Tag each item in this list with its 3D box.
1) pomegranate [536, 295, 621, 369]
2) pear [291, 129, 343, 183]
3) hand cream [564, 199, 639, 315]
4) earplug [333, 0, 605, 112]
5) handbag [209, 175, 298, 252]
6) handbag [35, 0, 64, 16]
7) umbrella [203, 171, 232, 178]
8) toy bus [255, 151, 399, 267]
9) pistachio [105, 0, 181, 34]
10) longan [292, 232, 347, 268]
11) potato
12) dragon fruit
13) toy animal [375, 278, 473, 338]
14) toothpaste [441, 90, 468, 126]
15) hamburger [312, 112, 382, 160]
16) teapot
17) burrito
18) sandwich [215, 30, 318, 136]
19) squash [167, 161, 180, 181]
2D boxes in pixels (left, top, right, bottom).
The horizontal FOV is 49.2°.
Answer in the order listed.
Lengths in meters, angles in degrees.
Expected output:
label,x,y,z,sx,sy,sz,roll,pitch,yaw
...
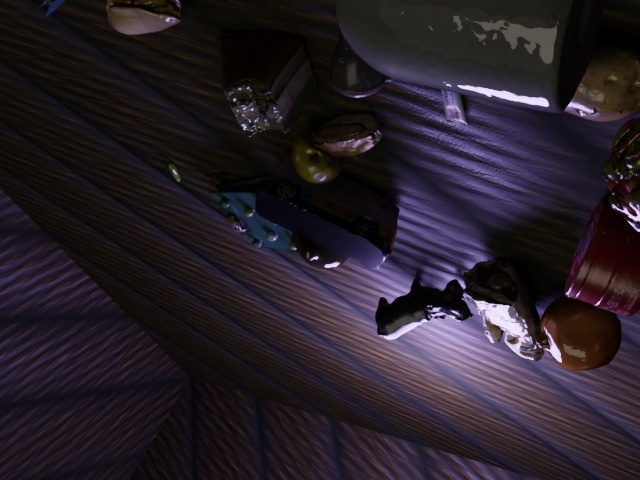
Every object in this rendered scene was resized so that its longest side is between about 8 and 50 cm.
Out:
label,x,y,z,sx,sy,sz,roll,pitch,yaw
pomegranate,0.664,0.238,1.788,0.209,0.209,0.209,22,150,13
pear,-0.016,-0.199,1.734,0.141,0.141,0.104,32,112,-5
hand cream,0.625,0.039,1.482,0.149,0.230,0.230,23,151,14
earplug,0.222,-0.385,1.085,0.394,0.312,0.312,17,149,26
handbag,-0.177,-0.067,2.140,0.274,0.100,0.268,1,141,40
handbag,-0.569,-0.601,1.593,0.057,0.144,0.221,42,149,-26
umbrella,-0.314,-0.199,2.142,0.122,0.013,0.022,7,123,37
toy bus,0.032,-0.085,1.864,0.386,0.162,0.171,26,153,6
pistachio,-0.399,-0.533,1.594,0.200,0.117,0.145,1,179,29
longan,0.000,0.000,1.994,0.185,0.204,0.159,38,122,3
potato,0.461,-0.273,1.213,0.235,0.128,0.161,20,170,12
dragon fruit,0.625,-0.136,1.195,0.237,0.231,0.302,38,153,22
toy animal,0.302,0.190,2.068,0.343,0.168,0.106,-23,122,41
toothpaste,0.267,-0.314,1.436,0.052,0.033,0.218,16,153,29
hamburger,0.076,-0.245,1.665,0.176,0.087,0.102,-7,153,32
teapot,0.090,-0.370,1.420,0.148,0.116,0.146,22,140,21
burrito,0.516,0.194,1.912,0.190,0.135,0.332,15,152,40
sandwich,-0.157,-0.350,1.573,0.227,0.198,0.155,12,147,27
squash,-0.466,-0.218,2.233,0.027,0.027,0.089,14,149,25
